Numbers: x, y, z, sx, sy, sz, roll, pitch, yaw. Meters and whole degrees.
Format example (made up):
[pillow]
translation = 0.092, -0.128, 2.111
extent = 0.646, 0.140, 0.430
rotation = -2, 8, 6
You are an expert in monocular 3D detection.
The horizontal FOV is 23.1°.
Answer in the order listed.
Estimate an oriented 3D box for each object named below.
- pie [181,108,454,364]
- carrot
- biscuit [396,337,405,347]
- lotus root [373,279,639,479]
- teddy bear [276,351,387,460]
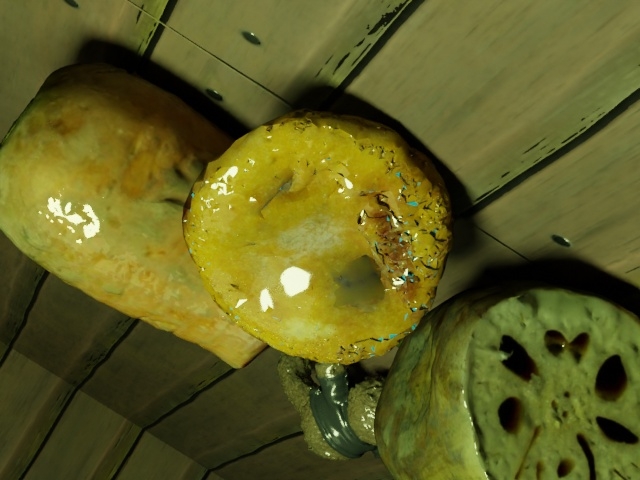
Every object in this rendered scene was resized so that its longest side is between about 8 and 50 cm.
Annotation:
[pie]
translation = 0.000, -0.001, 1.433
extent = 0.273, 0.069, 0.273
rotation = 1, 126, 1
[carrot]
translation = -0.163, -0.025, 1.582
extent = 0.341, 0.224, 0.224
rotation = 36, 161, -13
[biscuit]
translation = 0.093, 0.098, 1.804
extent = 0.322, 0.038, 0.099
rotation = 39, 163, -24
[lotus root]
translation = 0.182, 0.164, 1.535
extent = 0.250, 0.250, 0.346
rotation = 34, 162, -9
[teddy bear]
translation = 0.034, 0.232, 2.091
extent = 0.182, 0.129, 0.251
rotation = 38, 161, -27
